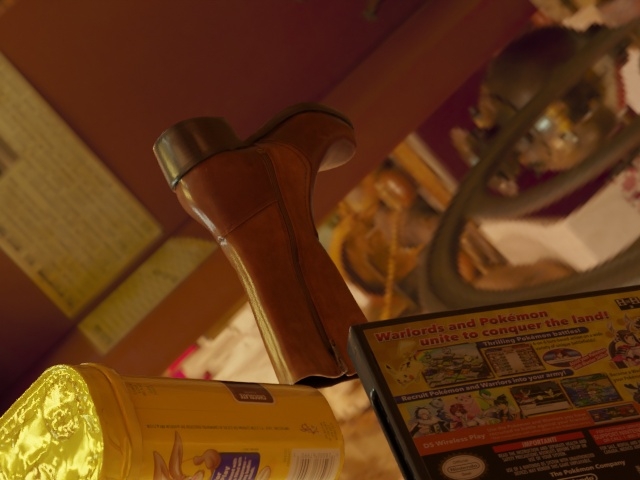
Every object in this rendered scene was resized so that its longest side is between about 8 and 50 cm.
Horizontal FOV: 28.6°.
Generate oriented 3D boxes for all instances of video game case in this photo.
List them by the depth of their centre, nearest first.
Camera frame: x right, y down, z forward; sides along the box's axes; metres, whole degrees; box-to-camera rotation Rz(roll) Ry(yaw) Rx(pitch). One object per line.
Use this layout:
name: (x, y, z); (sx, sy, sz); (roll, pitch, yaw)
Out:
video game case: (0.186, 0.137, 0.943); (0.248, 0.274, 0.035); (-115, 23, -48)

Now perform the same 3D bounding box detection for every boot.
boot: (0.000, 0.000, 1.216); (0.264, 0.096, 0.280); (-6, -120, -55)

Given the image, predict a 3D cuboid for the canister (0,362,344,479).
canister: (-0.084, 0.122, 0.657); (0.170, 0.126, 0.073); (11, -136, -46)
